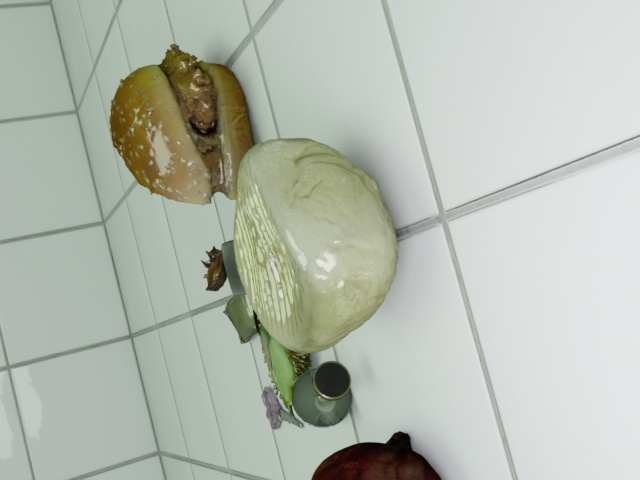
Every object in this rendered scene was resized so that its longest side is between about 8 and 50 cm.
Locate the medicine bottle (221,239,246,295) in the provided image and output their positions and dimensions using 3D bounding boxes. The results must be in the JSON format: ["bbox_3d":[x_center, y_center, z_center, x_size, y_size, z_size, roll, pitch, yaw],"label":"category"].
[{"bbox_3d":[-0.145,0.053,1.820,0.188,0.088,0.132,-9,93,65],"label":"medicine bottle"}]

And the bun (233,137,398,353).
[{"bbox_3d":[0.000,0.000,1.329,0.352,0.227,0.349,167,90,-68],"label":"bun"}]

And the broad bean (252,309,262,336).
[{"bbox_3d":[-0.114,0.219,1.882,0.061,0.046,0.195,-34,77,42],"label":"broad bean"}]

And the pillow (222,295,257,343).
[{"bbox_3d":[-0.183,0.179,1.999,0.119,0.053,0.208,68,153,11],"label":"pillow"}]

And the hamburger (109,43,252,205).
[{"bbox_3d":[-0.317,-0.286,1.835,0.445,0.268,0.287,49,139,47],"label":"hamburger"}]

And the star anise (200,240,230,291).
[{"bbox_3d":[-0.244,0.095,2.054,0.218,0.148,0.227,24,160,22],"label":"star anise"}]

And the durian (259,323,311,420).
[{"bbox_3d":[-0.070,0.261,1.756,0.137,0.095,0.221,-130,32,-63],"label":"durian"}]

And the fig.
[{"bbox_3d":[0.099,0.425,1.346,0.235,0.235,0.214,21,83,61],"label":"fig"}]

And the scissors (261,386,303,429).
[{"bbox_3d":[-0.092,0.421,1.963,0.212,0.021,0.110,8,111,64],"label":"scissors"}]

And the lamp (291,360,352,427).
[{"bbox_3d":[0.005,0.299,1.576,0.215,0.121,0.121,106,145,-66],"label":"lamp"}]
